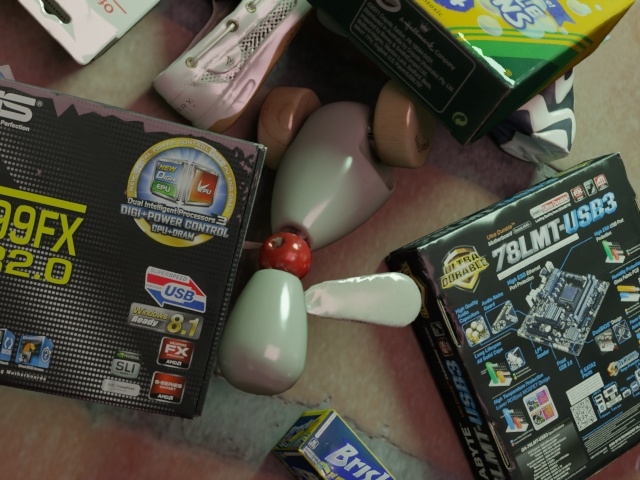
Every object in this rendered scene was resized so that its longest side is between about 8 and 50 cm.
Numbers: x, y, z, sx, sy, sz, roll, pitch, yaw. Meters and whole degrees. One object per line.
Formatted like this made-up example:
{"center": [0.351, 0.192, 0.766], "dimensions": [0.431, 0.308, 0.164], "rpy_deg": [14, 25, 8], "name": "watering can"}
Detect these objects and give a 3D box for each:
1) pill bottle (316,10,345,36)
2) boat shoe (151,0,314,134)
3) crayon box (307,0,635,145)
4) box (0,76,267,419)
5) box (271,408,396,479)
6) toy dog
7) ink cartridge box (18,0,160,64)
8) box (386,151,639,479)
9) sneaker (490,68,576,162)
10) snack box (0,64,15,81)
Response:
{"center": [0.045, -0.278, 1.117], "dimensions": [0.078, 0.078, 0.137], "rpy_deg": [24, 71, -23], "name": "pill bottle"}
{"center": [-0.062, -0.231, 1.041], "dimensions": [0.096, 0.098, 0.277], "rpy_deg": [37, 68, -19], "name": "boat shoe"}
{"center": [0.162, -0.238, 1.049], "dimensions": [0.203, 0.083, 0.323], "rpy_deg": [44, 44, 10], "name": "crayon box"}
{"center": [-0.196, 0.001, 0.815], "dimensions": [0.270, 0.060, 0.216], "rpy_deg": [14, 93, -17], "name": "box"}
{"center": [0.035, 0.236, 1.036], "dimensions": [0.169, 0.059, 0.054], "rpy_deg": [49, 61, -13], "name": "box"}
{"center": [0.000, 0.000, 1.006], "dimensions": [0.333, 0.220, 0.161], "rpy_deg": [-51, 142, -19], "name": "toy dog"}
{"center": [-0.194, -0.248, 0.991], "dimensions": [0.115, 0.067, 0.198], "rpy_deg": [47, 62, -13], "name": "ink cartridge box"}
{"center": [0.249, 0.092, 1.167], "dimensions": [0.296, 0.073, 0.293], "rpy_deg": [-25, 93, -29], "name": "box"}
{"center": [0.186, -0.195, 1.170], "dimensions": [0.235, 0.094, 0.153], "rpy_deg": [23, 70, -23], "name": "sneaker"}
{"center": [-0.267, -0.058, 0.946], "dimensions": [0.064, 0.022, 0.178], "rpy_deg": [-21, 92, -28], "name": "snack box"}
